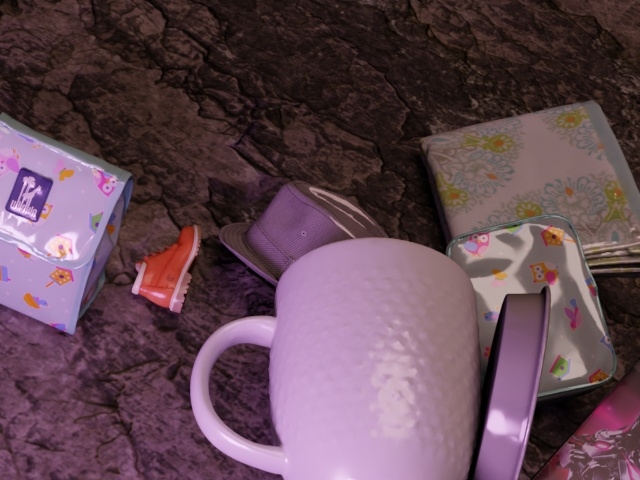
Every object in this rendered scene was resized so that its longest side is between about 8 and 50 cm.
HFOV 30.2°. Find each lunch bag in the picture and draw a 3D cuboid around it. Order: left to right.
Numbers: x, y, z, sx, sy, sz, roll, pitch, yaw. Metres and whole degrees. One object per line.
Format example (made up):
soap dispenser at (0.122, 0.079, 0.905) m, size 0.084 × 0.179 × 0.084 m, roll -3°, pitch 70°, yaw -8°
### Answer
lunch bag at (-0.376, -0.033, 1.556) m, size 0.223 × 0.262 × 0.160 m, roll 24°, pitch 43°, yaw -1°
lunch bag at (0.295, 0.106, 1.751) m, size 0.224 × 0.108 × 0.279 m, roll -14°, pitch 73°, yaw -1°

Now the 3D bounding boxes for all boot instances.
boot at (-0.221, 0.029, 1.717) m, size 0.085 × 0.059 × 0.158 m, roll 16°, pitch 45°, yaw -2°

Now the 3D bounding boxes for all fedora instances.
fedora at (0.000, 0.000, 1.736) m, size 0.275 × 0.124 × 0.244 m, roll 37°, pitch 19°, yaw 23°

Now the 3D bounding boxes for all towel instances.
towel at (0.355, -0.071, 1.966) m, size 0.321 × 0.090 × 0.374 m, roll -10°, pitch 49°, yaw -1°

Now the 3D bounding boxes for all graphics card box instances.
graphics card box at (0.428, 0.344, 1.613) m, size 0.233 × 0.094 × 0.371 m, roll 42°, pitch 59°, yaw 17°

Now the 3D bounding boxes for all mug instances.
mug at (0.021, 0.199, 1.509) m, size 0.374 × 0.276 × 0.328 m, roll 8°, pitch 50°, yaw -7°

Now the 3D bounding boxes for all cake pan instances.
cake pan at (0.241, 0.197, 1.526) m, size 0.054 × 0.293 × 0.293 m, roll 11°, pitch 43°, yaw 6°
